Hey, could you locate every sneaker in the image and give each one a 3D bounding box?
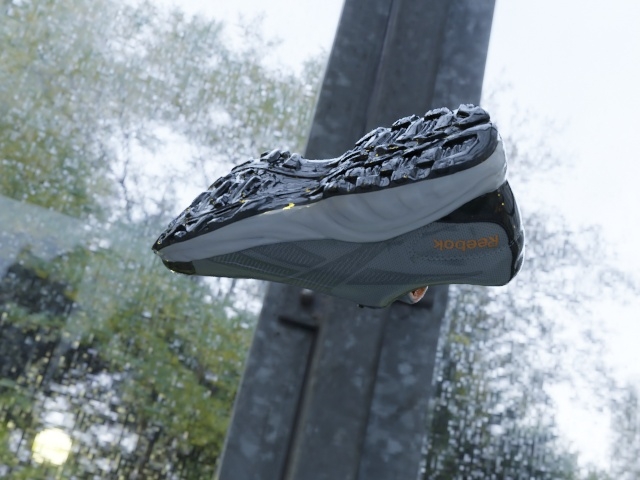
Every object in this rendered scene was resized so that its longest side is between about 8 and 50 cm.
[{"bbox_3d":[0.000,0.000,0.587,0.271,0.100,0.108,-6,-57,39],"label":"sneaker"}]
